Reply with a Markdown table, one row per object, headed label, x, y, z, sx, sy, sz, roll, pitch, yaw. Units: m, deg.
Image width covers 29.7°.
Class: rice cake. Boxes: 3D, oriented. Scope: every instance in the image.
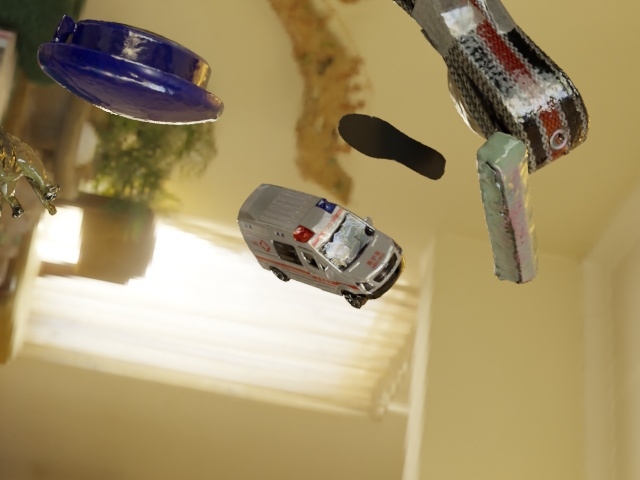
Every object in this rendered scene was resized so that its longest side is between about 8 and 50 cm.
| label | x | y | z | sx | sy | sz | roll | pitch | yaw |
| --- | --- | --- | --- | --- | --- | --- | --- | --- | --- |
| rice cake | 0.147 | -0.018 | 0.942 | 0.033 | 0.033 | 0.207 | -45 | 151 | -12 |

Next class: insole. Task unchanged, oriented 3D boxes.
| label | x | y | z | sx | sy | sz | roll | pitch | yaw |
| --- | --- | --- | --- | --- | --- | --- | --- | --- | --- |
| insole | 0.108 | -0.140 | 1.792 | 0.004 | 0.188 | 0.064 | -15 | -125 | 64 |

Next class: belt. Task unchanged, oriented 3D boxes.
| label | x | y | z | sx | sy | sz | roll | pitch | yaw |
| --- | --- | --- | --- | --- | --- | --- | --- | --- | --- |
| belt | 0.163 | -0.235 | 1.319 | 0.359 | 0.094 | 0.126 | 59 | -23 | 11 |

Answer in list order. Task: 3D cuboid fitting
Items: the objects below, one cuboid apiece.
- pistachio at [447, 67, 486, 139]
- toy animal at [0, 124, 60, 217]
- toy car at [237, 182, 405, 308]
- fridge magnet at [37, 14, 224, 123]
| label | x | y | z | sx | sy | sz | roll | pitch | yaw |
| --- | --- | --- | --- | --- | --- | --- | --- | --- | --- |
| pistachio | 0.247 | -0.224 | 1.755 | 0.129 | 0.131 | 0.206 | -60 | -161 | 27 |
| toy animal | -0.274 | -0.055 | 1.087 | 0.086 | 0.069 | 0.220 | 63 | -2 | 20 |
| toy car | 0.000 | 0.000 | 1.407 | 0.089 | 0.210 | 0.108 | -49 | 131 | -22 |
| fridge magnet | -0.258 | -0.227 | 1.664 | 0.265 | 0.266 | 0.112 | 166 | -59 | -84 |
